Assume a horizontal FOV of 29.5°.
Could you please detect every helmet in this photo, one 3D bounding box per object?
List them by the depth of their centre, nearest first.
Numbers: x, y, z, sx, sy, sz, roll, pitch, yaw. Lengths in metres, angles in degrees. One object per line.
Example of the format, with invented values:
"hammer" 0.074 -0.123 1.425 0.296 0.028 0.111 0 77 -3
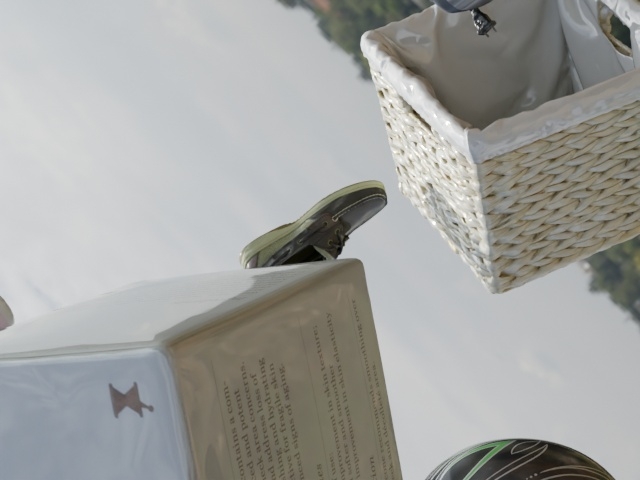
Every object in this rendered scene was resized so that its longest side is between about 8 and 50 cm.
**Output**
"helmet" 0.145 0.222 0.881 0.169 0.161 0.169 22 166 6

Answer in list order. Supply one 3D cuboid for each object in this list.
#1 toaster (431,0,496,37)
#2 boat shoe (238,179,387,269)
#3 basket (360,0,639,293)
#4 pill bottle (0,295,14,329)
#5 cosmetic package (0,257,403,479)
"toaster" 0.152 -0.324 1.164 0.129 0.146 0.227 -27 -92 -54
"boat shoe" -0.001 0.000 1.648 0.073 0.224 0.080 63 -176 31
"basket" 0.277 -0.158 1.591 0.328 0.331 0.266 -126 16 -50
"pill bottle" -0.529 0.187 1.539 0.169 0.301 0.169 19 150 11
"cosmetic package" -0.149 0.223 1.266 0.394 0.328 0.329 -21 -77 -61
